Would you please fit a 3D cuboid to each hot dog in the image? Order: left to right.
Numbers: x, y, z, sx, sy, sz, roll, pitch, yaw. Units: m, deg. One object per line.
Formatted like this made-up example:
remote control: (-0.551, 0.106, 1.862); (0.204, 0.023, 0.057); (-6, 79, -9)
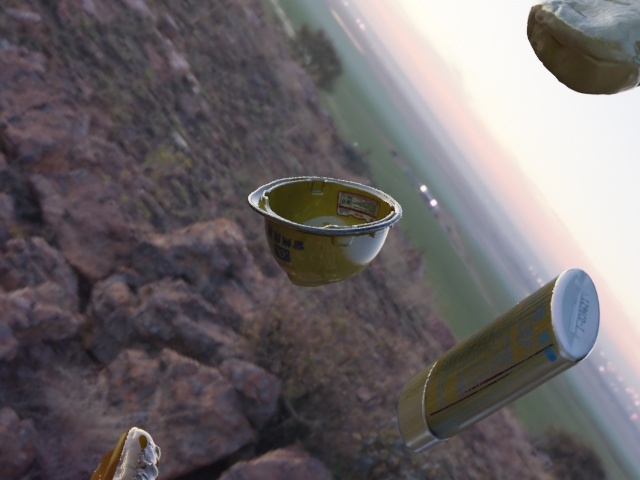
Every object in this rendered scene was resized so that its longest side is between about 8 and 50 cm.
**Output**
hot dog: (-0.240, 0.326, 1.061); (0.072, 0.115, 0.269); (39, 29, -19)

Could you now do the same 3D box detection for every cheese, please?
cheese: (0.420, -0.314, 1.362); (0.226, 0.214, 0.117); (54, -14, 39)

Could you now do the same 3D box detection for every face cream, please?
face cream: (0.188, 0.145, 1.062); (0.067, 0.285, 0.139); (40, 42, -9)

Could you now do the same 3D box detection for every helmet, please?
helmet: (0.000, 0.000, 1.419); (0.205, 0.140, 0.257); (24, 27, 31)
